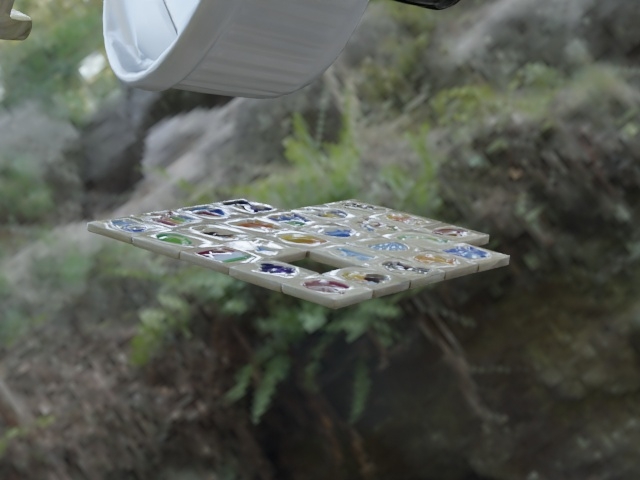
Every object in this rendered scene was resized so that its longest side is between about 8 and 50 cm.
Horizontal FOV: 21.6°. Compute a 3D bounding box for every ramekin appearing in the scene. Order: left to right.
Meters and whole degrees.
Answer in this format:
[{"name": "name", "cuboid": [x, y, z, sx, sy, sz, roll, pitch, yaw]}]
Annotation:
[{"name": "ramekin", "cuboid": [-0.051, -0.227, 1.225, 0.127, 0.273, 0.273, 15, -39, -26]}]

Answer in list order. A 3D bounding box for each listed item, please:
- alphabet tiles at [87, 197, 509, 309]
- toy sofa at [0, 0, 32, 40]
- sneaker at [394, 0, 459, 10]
[{"name": "alphabet tiles", "cuboid": [0.000, 0.000, 1.098, 0.237, 0.198, 0.009, -11, -69, -53]}, {"name": "toy sofa", "cuboid": [-0.226, -0.303, 0.989, 0.177, 0.150, 0.362, -13, -53, -64]}, {"name": "sneaker", "cuboid": [0.054, -0.196, 0.789, 0.102, 0.146, 0.293, -60, 5, 43]}]
